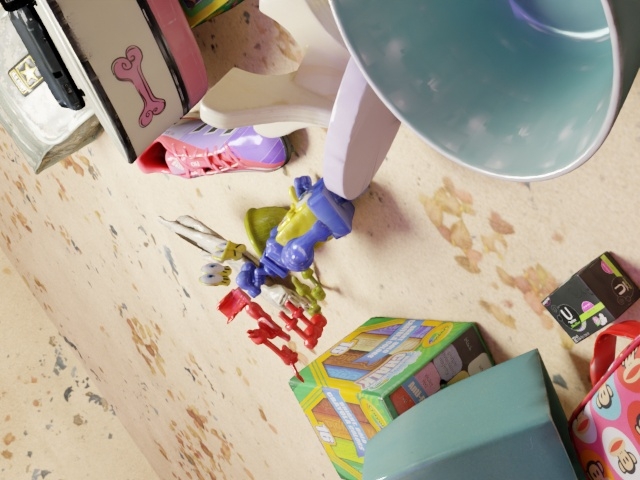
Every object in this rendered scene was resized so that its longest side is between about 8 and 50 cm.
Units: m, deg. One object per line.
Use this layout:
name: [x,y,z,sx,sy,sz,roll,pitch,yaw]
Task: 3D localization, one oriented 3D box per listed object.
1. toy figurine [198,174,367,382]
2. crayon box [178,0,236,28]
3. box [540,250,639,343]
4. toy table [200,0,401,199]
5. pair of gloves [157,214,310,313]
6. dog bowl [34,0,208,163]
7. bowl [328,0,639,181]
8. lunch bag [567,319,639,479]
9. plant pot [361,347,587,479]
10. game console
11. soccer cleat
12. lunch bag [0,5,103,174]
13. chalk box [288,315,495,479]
toy figurine: [0.000,0.000,1.422,0.191,0.217,0.362,44,-163,-7]
crayon box: [-0.117,-0.375,1.248,0.278,0.081,0.165,-11,110,60]
box: [0.287,0.061,1.114,0.062,0.052,0.083,51,153,9]
toy table: [0.005,-0.182,1.130,0.161,0.252,0.274,28,133,14]
pair of gloves: [-0.131,0.041,1.649,0.204,0.042,0.240,29,171,40]
dog bowl: [-0.293,-0.315,1.408,0.408,0.150,0.408,57,170,16]
bowl: [0.163,-0.220,0.882,0.311,0.163,0.311,37,149,27]
lunch bag: [0.357,0.198,1.045,0.258,0.120,0.293,61,159,22]
plant pot: [0.174,0.263,1.209,0.165,0.234,0.165,-74,-38,-69]
game console: [-0.394,-0.318,1.347,0.213,0.044,0.361,55,169,37]
soccer cleat: [-0.157,-0.131,1.529,0.318,0.116,0.108,8,126,55]
lunch bag: [-0.477,-0.277,1.816,0.235,0.169,0.287,55,151,-2]
chalk box: [0.130,0.222,1.392,0.289,0.179,0.180,-3,118,58]
